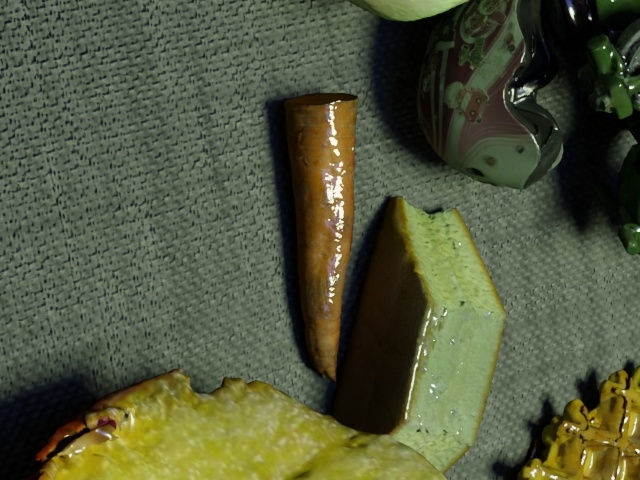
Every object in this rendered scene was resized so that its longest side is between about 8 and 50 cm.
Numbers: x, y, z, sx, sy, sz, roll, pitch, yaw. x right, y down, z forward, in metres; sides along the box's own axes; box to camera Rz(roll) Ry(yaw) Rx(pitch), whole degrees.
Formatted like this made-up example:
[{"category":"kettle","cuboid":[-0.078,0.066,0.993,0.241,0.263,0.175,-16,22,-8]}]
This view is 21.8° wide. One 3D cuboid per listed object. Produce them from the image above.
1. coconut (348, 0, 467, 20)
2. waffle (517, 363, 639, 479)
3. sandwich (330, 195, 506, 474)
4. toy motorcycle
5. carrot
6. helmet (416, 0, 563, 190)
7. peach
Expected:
[{"category":"coconut","cuboid":[0.048,-0.275,1.201,0.236,0.204,0.236,-11,138,-10]},{"category":"waffle","cuboid":[0.281,0.253,1.455,0.260,0.069,0.293,-40,110,-29]},{"category":"sandwich","cuboid":[0.076,0.095,1.296,0.094,0.096,0.258,16,85,-39]},{"category":"toy motorcycle","cuboid":[0.265,-0.117,1.382,0.127,0.205,0.275,-24,124,5]},{"category":"carrot","cuboid":[0.000,0.000,1.269,0.057,0.057,0.224,-4,99,-34]},{"category":"helmet","cuboid":[0.129,-0.126,1.307,0.153,0.107,0.177,-10,96,-71]},{"category":"peach","cuboid":[-0.067,0.275,1.063,0.416,0.339,0.353,-42,156,-18]}]
